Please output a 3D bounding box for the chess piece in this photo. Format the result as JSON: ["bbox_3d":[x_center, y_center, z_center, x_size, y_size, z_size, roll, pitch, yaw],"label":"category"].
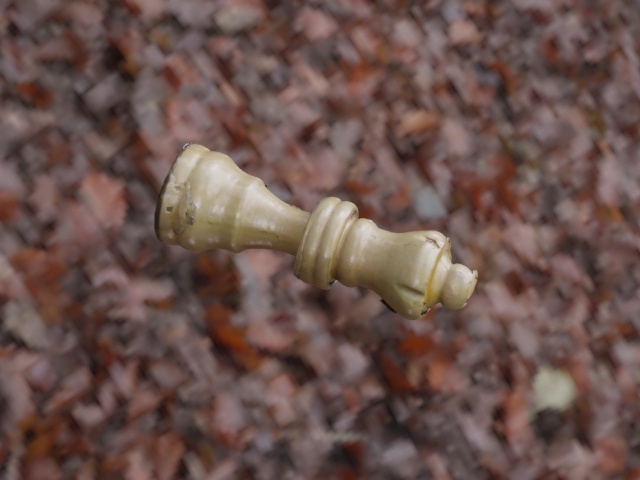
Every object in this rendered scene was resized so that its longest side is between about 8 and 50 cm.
[{"bbox_3d":[0.000,-0.001,1.007,0.172,0.060,0.060,19,30,13],"label":"chess piece"}]
